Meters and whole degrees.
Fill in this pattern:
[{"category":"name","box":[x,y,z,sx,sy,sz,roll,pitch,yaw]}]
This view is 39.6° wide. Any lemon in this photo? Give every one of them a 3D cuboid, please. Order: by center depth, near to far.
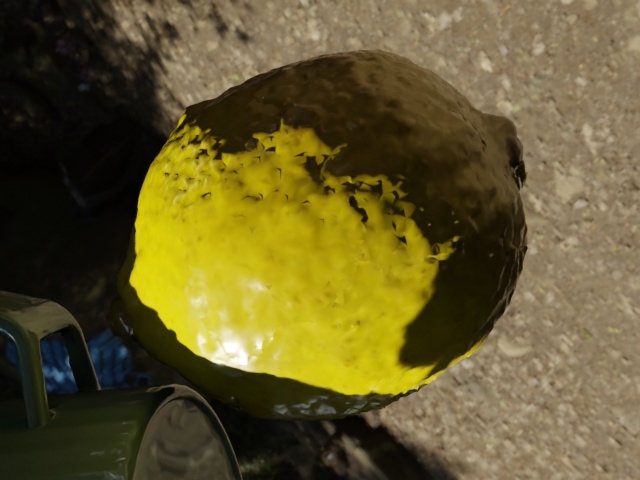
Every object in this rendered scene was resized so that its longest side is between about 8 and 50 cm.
[{"category":"lemon","box":[0.000,0.000,0.659,0.268,0.321,0.268,-19,-90,-85]}]

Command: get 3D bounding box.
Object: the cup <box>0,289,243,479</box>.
[{"category":"cup","box":[-0.283,0.231,0.653,0.310,0.392,0.401,-85,-20,-57]}]
